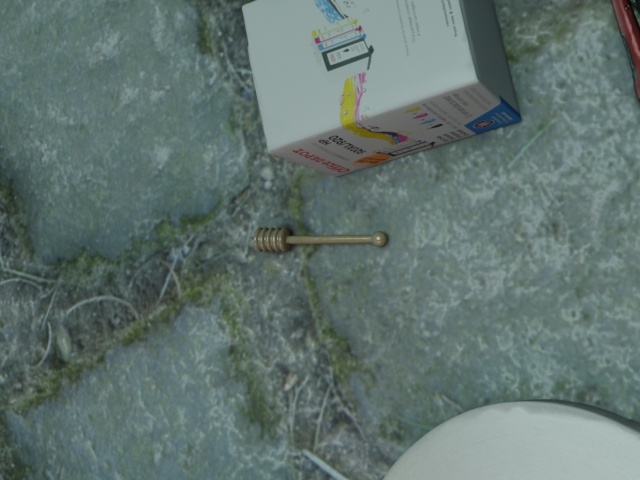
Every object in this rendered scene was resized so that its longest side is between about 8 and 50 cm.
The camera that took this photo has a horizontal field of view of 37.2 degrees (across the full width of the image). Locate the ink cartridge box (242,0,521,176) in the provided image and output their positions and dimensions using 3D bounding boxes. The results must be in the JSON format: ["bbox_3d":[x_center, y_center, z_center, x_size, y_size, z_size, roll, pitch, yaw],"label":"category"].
[{"bbox_3d":[0.065,-0.187,1.012,0.233,0.171,0.168,-15,77,24],"label":"ink cartridge box"}]

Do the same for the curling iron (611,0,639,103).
[{"bbox_3d":[0.345,-0.155,0.950,0.068,0.035,0.274,-13,78,24],"label":"curling iron"}]

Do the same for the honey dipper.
[{"bbox_3d":[0.000,0.000,1.099,0.161,0.030,0.030,1,84,23],"label":"honey dipper"}]

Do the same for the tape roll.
[{"bbox_3d":[0.220,0.350,0.930,0.392,0.072,0.392,-3,83,26],"label":"tape roll"}]
